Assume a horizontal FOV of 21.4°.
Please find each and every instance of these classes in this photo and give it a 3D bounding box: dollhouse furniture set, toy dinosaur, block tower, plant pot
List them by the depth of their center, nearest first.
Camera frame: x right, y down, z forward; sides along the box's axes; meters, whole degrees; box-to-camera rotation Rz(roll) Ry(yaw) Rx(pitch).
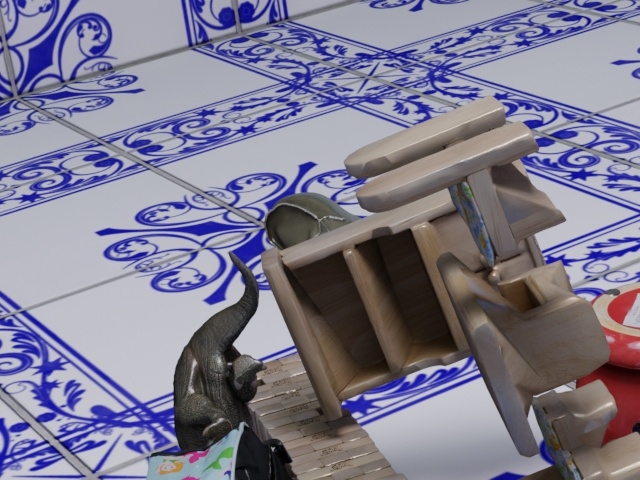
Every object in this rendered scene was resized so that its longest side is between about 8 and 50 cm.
[{"bbox_3d":[0.100,0.084,1.502,0.256,0.362,0.394,-22,14,2],"label":"dollhouse furniture set"},{"bbox_3d":[-0.097,0.163,1.586,0.121,0.314,0.160,-19,19,-19],"label":"toy dinosaur"},{"bbox_3d":[0.345,0.143,1.683,0.191,0.174,0.191,-5,23,2],"label":"plant pot"},{"bbox_3d":[-0.008,0.220,1.727,0.097,0.091,0.335,-15,22,-15],"label":"block tower"}]

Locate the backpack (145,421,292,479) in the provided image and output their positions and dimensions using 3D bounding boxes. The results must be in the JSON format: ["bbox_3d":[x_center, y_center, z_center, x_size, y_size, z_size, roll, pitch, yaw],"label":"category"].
[{"bbox_3d":[-0.082,0.303,1.376,0.191,0.225,0.253,-23,28,5],"label":"backpack"}]

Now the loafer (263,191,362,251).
[{"bbox_3d":[0.000,0.000,2.263,0.087,0.094,0.251,-19,24,-36],"label":"loafer"}]
